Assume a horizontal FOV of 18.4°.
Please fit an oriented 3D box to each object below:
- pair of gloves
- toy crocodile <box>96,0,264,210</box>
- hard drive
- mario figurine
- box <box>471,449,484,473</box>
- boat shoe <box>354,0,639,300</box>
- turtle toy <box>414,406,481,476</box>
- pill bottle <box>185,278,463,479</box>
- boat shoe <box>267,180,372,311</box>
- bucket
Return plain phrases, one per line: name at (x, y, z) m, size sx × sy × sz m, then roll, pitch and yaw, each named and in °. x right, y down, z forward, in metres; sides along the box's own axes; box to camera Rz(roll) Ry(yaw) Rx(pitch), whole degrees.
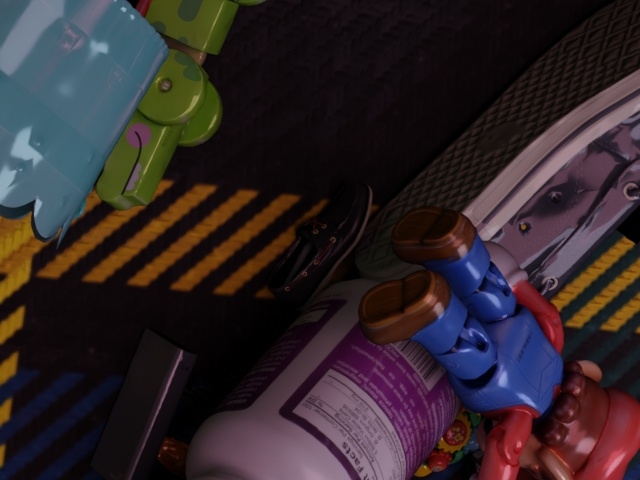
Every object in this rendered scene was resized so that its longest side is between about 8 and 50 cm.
pair of gloves at (-0.114, 0.177, 1.812) m, size 0.074 × 0.010 × 0.083 m, roll 39°, pitch 82°, yaw -24°
toy crocodile at (-0.116, -0.186, 1.694) m, size 0.105 × 0.115 × 0.340 m, roll 23°, pitch 90°, yaw 9°
hard drive at (-0.156, 0.151, 1.742) m, size 0.022 × 0.094 × 0.135 m, roll 22°, pitch 90°, yaw -26°
mario figurine at (0.139, 0.125, 1.688) m, size 0.198 × 0.170 × 0.320 m, roll -43°, pitch 119°, yaw -4°
box at (0.251, 0.360, 1.849) m, size 0.076 × 0.242 × 0.307 m, roll -21°, pitch 117°, yaw -21°
boat shoe at (0.257, -0.083, 1.840) m, size 0.500 × 0.187 × 0.156 m, roll -42°, pitch 114°, yaw -5°
turtle toy at (0.102, 0.182, 1.877) m, size 0.130 × 0.066 × 0.095 m, roll -26°, pitch 109°, yaw -18°
pill bottle at (-0.010, 0.180, 1.698) m, size 0.301 × 0.169 × 0.169 m, roll -47°, pitch 117°, yaw -42°
boat shoe at (0.001, 0.000, 1.810) m, size 0.042 × 0.049 × 0.133 m, roll 34°, pitch 89°, yaw -33°
bucket at (-0.267, -0.145, 1.552) m, size 0.281 × 0.281 × 0.183 m, roll 39°, pitch 82°, yaw -24°
